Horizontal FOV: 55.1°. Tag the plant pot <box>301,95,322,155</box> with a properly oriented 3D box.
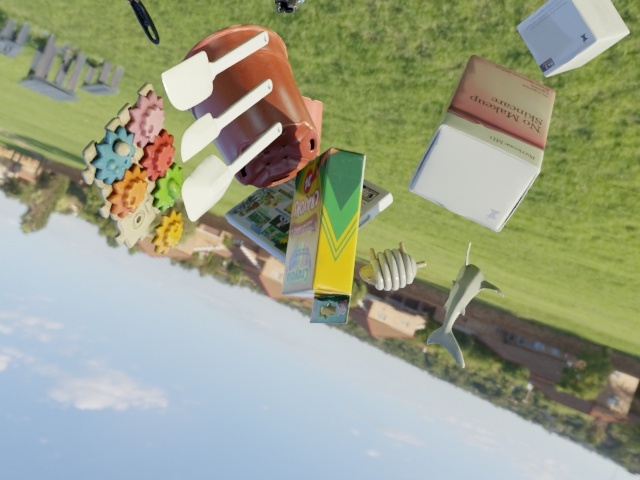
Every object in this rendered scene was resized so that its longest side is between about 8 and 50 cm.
[{"bbox_3d":[-0.113,-0.393,2.170,0.275,0.243,0.275,14,-169,-3],"label":"plant pot"}]

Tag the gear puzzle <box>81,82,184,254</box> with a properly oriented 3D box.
[{"bbox_3d":[-0.273,-0.074,0.993,0.044,0.175,0.339,22,149,14],"label":"gear puzzle"}]

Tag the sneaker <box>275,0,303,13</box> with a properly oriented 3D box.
[{"bbox_3d":[-0.111,-0.667,1.670,0.152,0.085,0.058,29,171,25],"label":"sneaker"}]

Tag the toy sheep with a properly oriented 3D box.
[{"bbox_3d":[0.142,0.054,1.200,0.132,0.091,0.091,-13,171,2],"label":"toy sheep"}]

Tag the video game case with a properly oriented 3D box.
[{"bbox_3d":[-0.036,-0.081,1.533,0.329,0.300,0.036,34,155,42],"label":"video game case"}]

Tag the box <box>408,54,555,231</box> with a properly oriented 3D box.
[{"bbox_3d":[0.245,-0.152,0.917,0.148,0.232,0.127,25,135,4],"label":"box"}]

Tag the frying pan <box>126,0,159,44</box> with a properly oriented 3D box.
[{"bbox_3d":[-0.454,-0.570,1.300,0.197,0.053,0.326,12,137,3],"label":"frying pan"}]

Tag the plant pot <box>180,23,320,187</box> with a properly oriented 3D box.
[{"bbox_3d":[-0.145,-0.277,1.346,0.265,0.272,0.272,62,-167,26],"label":"plant pot"}]

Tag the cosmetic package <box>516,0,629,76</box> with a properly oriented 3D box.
[{"bbox_3d":[0.615,-0.514,1.497,0.183,0.151,0.151,-23,173,-39],"label":"cosmetic package"}]

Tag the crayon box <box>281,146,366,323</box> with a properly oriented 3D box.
[{"bbox_3d":[0.000,0.000,1.198,0.081,0.319,0.202,10,169,-19],"label":"crayon box"}]

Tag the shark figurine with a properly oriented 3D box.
[{"bbox_3d":[0.328,0.123,1.317,0.116,0.278,0.166,21,130,15],"label":"shark figurine"}]

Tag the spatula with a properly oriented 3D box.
[{"bbox_3d":[-0.105,-0.145,0.713,0.019,0.168,0.242,3,-149,20],"label":"spatula"}]
